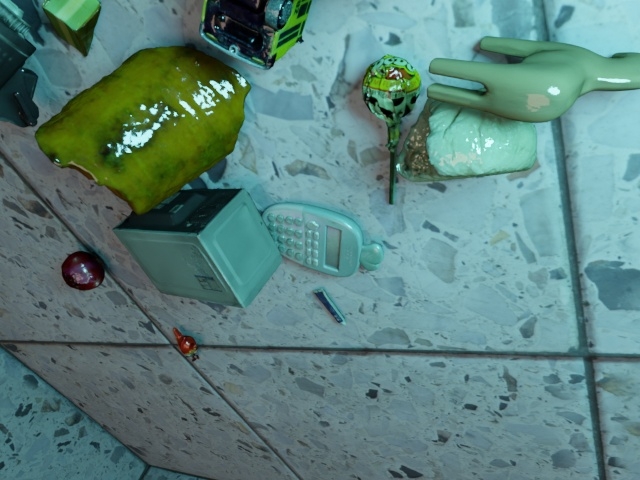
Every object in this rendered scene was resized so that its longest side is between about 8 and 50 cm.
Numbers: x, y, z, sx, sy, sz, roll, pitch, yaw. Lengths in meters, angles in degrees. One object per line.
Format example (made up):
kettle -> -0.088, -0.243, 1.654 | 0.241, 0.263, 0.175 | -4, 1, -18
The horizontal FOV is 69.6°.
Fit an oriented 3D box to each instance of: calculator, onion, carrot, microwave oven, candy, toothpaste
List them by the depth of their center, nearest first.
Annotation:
candy -> 0.118, -0.170, 0.796 | 0.091, 0.083, 0.306 | 10, 143, 14
carrot -> -0.315, -0.206, 0.856 | 0.241, 0.340, 0.242 | 42, 161, 18
calculator -> 0.000, 0.000, 1.031 | 0.295, 0.042, 0.184 | 17, 137, 14
microwave oven -> -0.268, 0.004, 1.039 | 0.295, 0.181, 0.238 | 4, 132, 36
toothpaste -> 0.029, 0.175, 1.201 | 0.037, 0.021, 0.140 | -16, 121, 37
onion -> -0.729, 0.095, 1.421 | 0.131, 0.131, 0.131 | 14, 136, 14

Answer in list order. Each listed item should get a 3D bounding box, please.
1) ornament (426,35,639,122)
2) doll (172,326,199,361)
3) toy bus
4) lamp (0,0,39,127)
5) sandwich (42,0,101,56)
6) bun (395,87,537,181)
ornament -> 0.297, -0.209, 0.580 | 0.244, 0.230, 0.061 | 26, 136, 32
doll -> -0.459, 0.370, 1.603 | 0.109, 0.057, 0.169 | 33, 153, 18
toy bus -> -0.064, -0.382, 0.609 | 0.128, 0.150, 0.262 | 28, 133, 3
lamp -> -0.677, -0.360, 0.828 | 0.205, 0.374, 0.272 | 38, 107, 23
sandwich -> -0.458, -0.417, 0.872 | 0.074, 0.074, 0.116 | 38, 168, -13
bun -> 0.208, -0.153, 0.683 | 0.212, 0.203, 0.127 | -1, 94, 48
